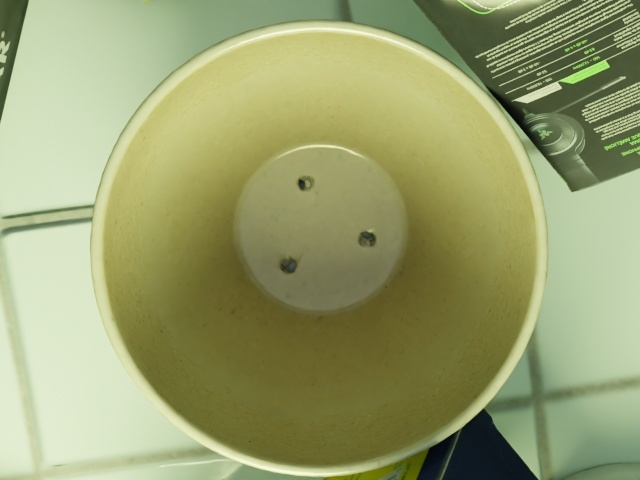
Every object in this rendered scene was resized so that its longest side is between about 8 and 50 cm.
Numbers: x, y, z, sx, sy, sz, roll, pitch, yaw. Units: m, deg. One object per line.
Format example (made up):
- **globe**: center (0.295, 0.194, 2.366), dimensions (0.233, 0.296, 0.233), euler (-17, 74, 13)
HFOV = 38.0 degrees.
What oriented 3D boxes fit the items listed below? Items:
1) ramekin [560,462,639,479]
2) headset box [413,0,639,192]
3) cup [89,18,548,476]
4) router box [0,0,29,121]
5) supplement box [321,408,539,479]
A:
- **ramekin**: center (0.304, 0.362, 0.865), dimensions (0.277, 0.135, 0.277), euler (0, 95, 1)
- **headset box**: center (0.189, -0.214, 0.708), dimensions (0.131, 0.246, 0.283), euler (-22, 133, 35)
- **cup**: center (0.000, 0.000, 0.783), dimensions (0.331, 0.237, 0.331), euler (0, 95, 1)
- **router box**: center (-0.422, -0.139, 0.851), dimensions (0.243, 0.081, 0.308), euler (16, 95, -1)
- **supplement box**: center (0.030, 0.323, 0.770), dimensions (0.356, 0.195, 0.194), euler (-37, 94, 29)
